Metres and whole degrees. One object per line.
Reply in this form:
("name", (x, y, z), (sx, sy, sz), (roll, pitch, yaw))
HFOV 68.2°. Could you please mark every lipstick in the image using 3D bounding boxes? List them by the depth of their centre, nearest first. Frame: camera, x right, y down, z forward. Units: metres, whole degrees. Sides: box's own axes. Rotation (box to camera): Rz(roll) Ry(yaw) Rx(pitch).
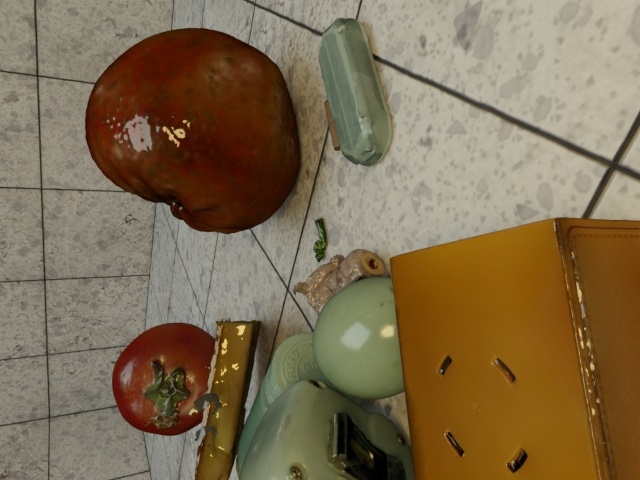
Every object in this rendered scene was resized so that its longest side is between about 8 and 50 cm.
("lipstick", (0.023, -0.200, 0.818), (0.019, 0.019, 0.094), (-38, 58, 55))

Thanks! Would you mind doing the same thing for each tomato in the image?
("tomato", (-0.422, 0.389, 1.353), (0.321, 0.321, 0.322), (3, 93, 61))

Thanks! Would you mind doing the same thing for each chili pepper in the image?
("chili pepper", (0.000, 0.000, 0.866), (0.027, 0.022, 0.083), (1, 91, 28))

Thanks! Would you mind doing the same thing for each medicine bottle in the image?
("medicine bottle", (-0.048, 0.318, 0.818), (0.158, 0.158, 0.318), (62, 141, 40))

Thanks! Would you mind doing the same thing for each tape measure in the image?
("tape measure", (0.028, 0.299, 0.553), (0.125, 0.246, 0.243), (-43, 20, 20))

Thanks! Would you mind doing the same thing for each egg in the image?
("egg", (0.070, 0.124, 0.605), (0.192, 0.149, 0.149), (-41, 56, 50))

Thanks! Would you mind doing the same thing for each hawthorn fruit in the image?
("hawthorn fruit", (-0.214, -0.222, 0.922), (0.403, 0.402, 0.403), (3, 93, 61))

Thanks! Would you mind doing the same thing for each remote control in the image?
("remote control", (0.050, -0.233, 0.738), (0.104, 0.052, 0.247), (-39, 60, 57))

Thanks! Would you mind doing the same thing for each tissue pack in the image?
("tissue pack", (0.186, 0.132, 0.406), (0.194, 0.145, 0.275), (-20, 74, 62))

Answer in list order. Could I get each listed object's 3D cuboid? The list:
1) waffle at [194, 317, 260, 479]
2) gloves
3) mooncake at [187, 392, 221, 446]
("waffle", (-0.189, 0.314, 0.993), (0.348, 0.077, 0.304), (123, 154, -82))
("gloves", (0.039, 0.069, 0.720), (0.144, 0.110, 0.094), (-29, 53, 26))
("mooncake", (-0.044, 0.335, 0.687), (0.347, 0.057, 0.150), (44, 94, 7))
